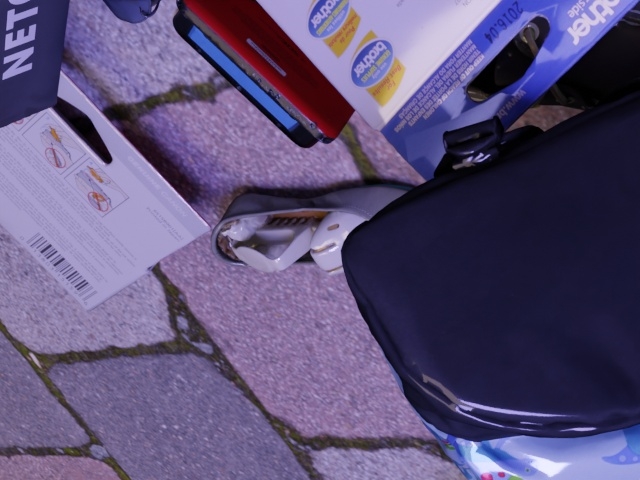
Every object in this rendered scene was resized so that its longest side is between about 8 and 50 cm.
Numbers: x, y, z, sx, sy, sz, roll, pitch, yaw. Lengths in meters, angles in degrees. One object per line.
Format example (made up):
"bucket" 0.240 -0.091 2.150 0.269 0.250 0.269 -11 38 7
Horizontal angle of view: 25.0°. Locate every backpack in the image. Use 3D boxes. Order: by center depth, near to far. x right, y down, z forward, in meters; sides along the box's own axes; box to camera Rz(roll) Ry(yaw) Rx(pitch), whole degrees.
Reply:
"backpack" 0.178 0.069 0.845 0.355 0.290 0.273 92 155 -79

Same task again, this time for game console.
"game console" -0.052 -0.116 1.032 0.144 0.124 0.085 42 119 -6

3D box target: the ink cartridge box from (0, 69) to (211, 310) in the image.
"ink cartridge box" -0.231 -0.083 1.249 0.275 0.060 0.239 47 140 -11

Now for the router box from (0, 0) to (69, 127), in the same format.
"router box" -0.263 -0.257 0.984 0.243 0.081 0.309 51 148 20

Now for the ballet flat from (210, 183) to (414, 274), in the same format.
"ballet flat" 0.000 0.000 1.126 0.213 0.068 0.072 0 130 41

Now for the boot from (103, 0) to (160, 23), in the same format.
"boot" -0.113 -0.208 0.997 0.219 0.082 0.106 11 148 48

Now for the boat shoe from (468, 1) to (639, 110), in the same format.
"boat shoe" 0.120 -0.124 0.857 0.305 0.091 0.109 22 142 22

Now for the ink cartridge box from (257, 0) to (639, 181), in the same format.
"ink cartridge box" 0.027 -0.198 0.786 0.311 0.065 0.186 50 126 9
